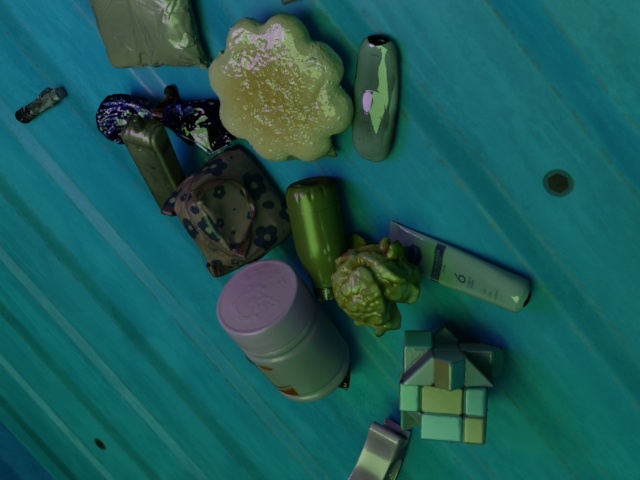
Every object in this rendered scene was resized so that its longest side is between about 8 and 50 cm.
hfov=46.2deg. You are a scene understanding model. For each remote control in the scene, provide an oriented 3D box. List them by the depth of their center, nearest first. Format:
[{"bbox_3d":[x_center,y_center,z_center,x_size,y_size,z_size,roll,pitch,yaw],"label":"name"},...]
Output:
[{"bbox_3d":[0.101,-0.264,1.430,0.097,0.045,0.256,15,124,24],"label":"remote control"}]

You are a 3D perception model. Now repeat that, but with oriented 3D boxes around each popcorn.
[{"bbox_3d":[0.116,0.082,1.534,0.167,0.187,0.185,41,167,38],"label":"popcorn"}]

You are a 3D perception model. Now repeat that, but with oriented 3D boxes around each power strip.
[{"bbox_3d":[-0.358,-0.164,1.674,0.092,0.066,0.387,17,157,12],"label":"power strip"}]

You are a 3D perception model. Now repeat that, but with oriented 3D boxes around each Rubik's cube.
[{"bbox_3d":[0.272,0.292,1.585,0.224,0.265,0.213,1,96,12],"label":"Rubik's cube"}]

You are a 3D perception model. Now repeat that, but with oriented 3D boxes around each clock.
[{"bbox_3d":[0.125,0.566,1.818,0.080,0.275,0.290,25,127,22],"label":"clock"}]

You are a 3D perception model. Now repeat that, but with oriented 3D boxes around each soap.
[{"bbox_3d":[0.056,0.040,1.668,0.168,0.033,0.089,-27,103,42],"label":"soap"}]

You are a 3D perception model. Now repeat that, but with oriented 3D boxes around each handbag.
[{"bbox_3d":[-0.205,-0.055,1.664,0.190,0.193,0.251,-28,101,46],"label":"handbag"}]

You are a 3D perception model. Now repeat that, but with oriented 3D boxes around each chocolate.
[{"bbox_3d":[-0.332,-0.272,1.659,0.343,0.126,0.148,7,83,25],"label":"chocolate"}]

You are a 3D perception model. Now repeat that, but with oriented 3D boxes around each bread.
[{"bbox_3d":[-0.085,-0.286,1.467,0.316,0.054,0.316,12,125,17],"label":"bread"}]

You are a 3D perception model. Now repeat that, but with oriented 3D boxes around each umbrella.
[{"bbox_3d":[-0.712,-0.345,1.895,0.188,0.046,0.050,-17,105,39],"label":"umbrella"}]

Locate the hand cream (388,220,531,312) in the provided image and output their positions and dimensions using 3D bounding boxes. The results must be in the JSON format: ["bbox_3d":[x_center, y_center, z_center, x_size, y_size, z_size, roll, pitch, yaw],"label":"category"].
[{"bbox_3d":[0.279,0.058,1.539,0.321,0.067,0.109,24,131,27],"label":"hand cream"}]

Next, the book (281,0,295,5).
[{"bbox_3d":[-0.032,-0.622,1.285,0.264,0.031,0.379,-6,116,35],"label":"book"}]

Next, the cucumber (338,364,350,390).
[{"bbox_3d":[0.006,0.304,1.840,0.193,0.115,0.085,6,92,28],"label":"cucumber"}]

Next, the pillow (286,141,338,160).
[{"bbox_3d":[-0.060,-0.268,1.529,0.148,0.050,0.229,-1,122,38],"label":"pillow"}]

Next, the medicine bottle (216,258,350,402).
[{"bbox_3d":[-0.077,0.208,1.685,0.202,0.202,0.316,4,144,31],"label":"medicine bottle"}]

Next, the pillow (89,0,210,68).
[{"bbox_3d":[-0.383,-0.488,1.569,0.281,0.076,0.274,8,125,29],"label":"pillow"}]

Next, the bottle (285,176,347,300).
[{"bbox_3d":[0.000,0.000,1.601,0.112,0.112,0.260,0,110,32],"label":"bottle"}]
